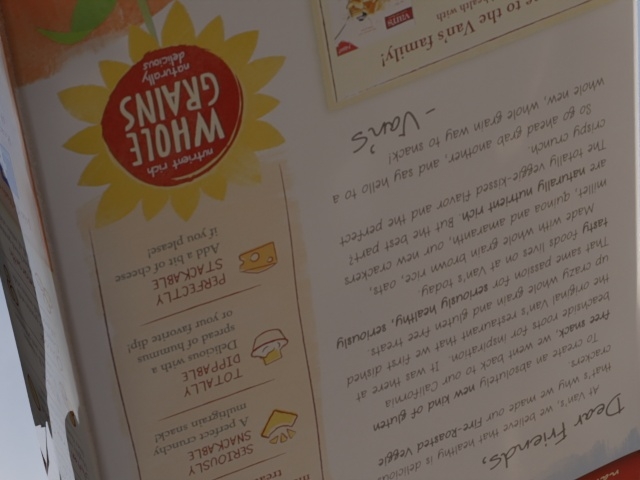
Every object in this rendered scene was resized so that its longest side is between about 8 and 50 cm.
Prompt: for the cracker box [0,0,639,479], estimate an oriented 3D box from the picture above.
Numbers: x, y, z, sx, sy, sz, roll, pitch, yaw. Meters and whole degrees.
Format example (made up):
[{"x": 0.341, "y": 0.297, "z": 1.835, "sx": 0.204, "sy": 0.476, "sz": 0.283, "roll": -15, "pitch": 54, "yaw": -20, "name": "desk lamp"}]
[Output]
[{"x": 0.000, "y": 0.000, "z": 0.467, "sx": 0.156, "sy": 0.067, "sz": 0.232, "roll": -19, "pitch": -57, "yaw": -20, "name": "cracker box"}]
